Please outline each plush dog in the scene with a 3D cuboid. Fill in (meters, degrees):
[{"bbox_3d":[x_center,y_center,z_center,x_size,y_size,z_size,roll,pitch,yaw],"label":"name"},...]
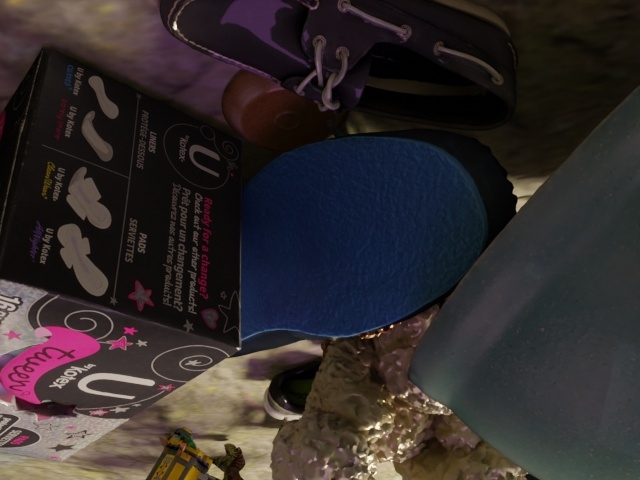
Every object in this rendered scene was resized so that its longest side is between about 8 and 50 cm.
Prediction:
[{"bbox_3d":[0.089,0.111,0.660,0.263,0.210,0.225,16,122,-29],"label":"plush dog"}]

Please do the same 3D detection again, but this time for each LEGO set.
[{"bbox_3d":[-0.102,0.328,0.994,0.255,0.192,0.331,22,146,12],"label":"LEGO set"}]

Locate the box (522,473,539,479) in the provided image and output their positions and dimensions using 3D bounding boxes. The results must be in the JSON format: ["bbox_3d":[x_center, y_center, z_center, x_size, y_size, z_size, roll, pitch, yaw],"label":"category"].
[{"bbox_3d":[0.171,0.224,0.834,0.093,0.158,0.156,9,146,-21],"label":"box"}]

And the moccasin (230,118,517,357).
[{"bbox_3d":[0.000,0.000,0.506,0.117,0.137,0.342,-15,178,-40],"label":"moccasin"}]

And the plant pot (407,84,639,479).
[{"bbox_3d":[0.221,0.046,0.402,0.293,0.196,0.293,-37,158,-18],"label":"plant pot"}]

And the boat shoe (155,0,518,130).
[{"bbox_3d":[0.016,-0.103,0.385,0.206,0.064,0.075,7,146,-18],"label":"boat shoe"}]

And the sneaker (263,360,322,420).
[{"bbox_3d":[0.017,0.172,0.816,0.171,0.063,0.074,-1,154,2],"label":"sneaker"}]

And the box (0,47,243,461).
[{"bbox_3d":[-0.172,0.032,0.475,0.142,0.163,0.247,21,139,-33],"label":"box"}]

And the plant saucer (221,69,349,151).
[{"bbox_3d":[-0.021,-0.081,0.459,0.084,0.015,0.083,-4,147,-2],"label":"plant saucer"}]
